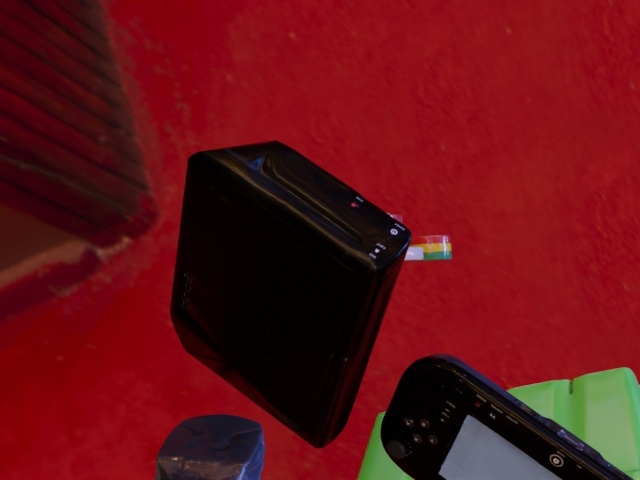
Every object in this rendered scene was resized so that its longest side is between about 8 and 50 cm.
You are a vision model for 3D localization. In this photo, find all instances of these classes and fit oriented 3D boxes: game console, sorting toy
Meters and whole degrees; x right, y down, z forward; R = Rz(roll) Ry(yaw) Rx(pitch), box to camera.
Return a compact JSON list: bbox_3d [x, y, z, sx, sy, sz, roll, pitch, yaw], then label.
[{"bbox_3d":[0.063,0.092,0.847,0.361,0.213,0.044,34,57,14],"label":"game console"},{"bbox_3d":[0.000,0.000,1.356,0.132,0.275,0.046,-5,88,37],"label":"sorting toy"}]

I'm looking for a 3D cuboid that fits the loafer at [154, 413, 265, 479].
[{"bbox_3d":[-0.064,0.145,0.675,0.062,0.170,0.061,6,113,19],"label":"loafer"}]

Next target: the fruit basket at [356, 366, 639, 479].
[{"bbox_3d":[0.225,0.355,1.515,0.392,0.283,0.392,-16,54,23],"label":"fruit basket"}]
